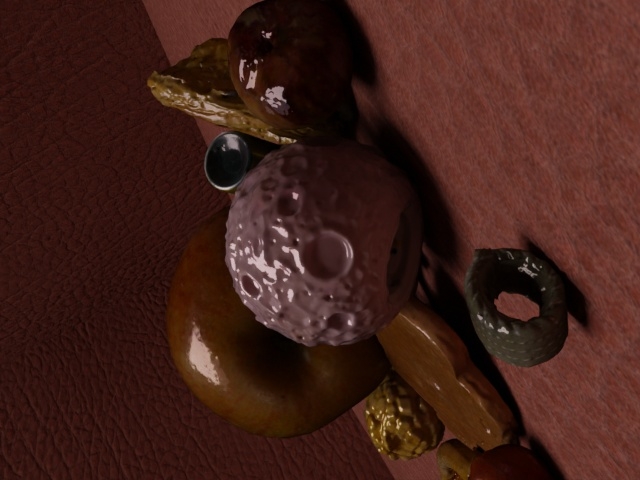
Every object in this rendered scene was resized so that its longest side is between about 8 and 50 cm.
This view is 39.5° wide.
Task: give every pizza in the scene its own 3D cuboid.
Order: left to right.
[{"bbox_3d":[0.264,0.439,1.580,0.365,0.073,0.182,92,158,-76],"label":"pizza"}]

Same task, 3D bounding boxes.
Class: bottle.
[{"bbox_3d":[-0.044,-0.088,1.261,0.286,0.082,0.082,12,-138,-57],"label":"bottle"}]

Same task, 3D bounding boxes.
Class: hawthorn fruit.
[{"bbox_3d":[0.250,0.322,1.145,0.140,0.125,0.125,-21,99,45],"label":"hawthorn fruit"}]

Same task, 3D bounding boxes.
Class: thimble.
[{"bbox_3d":[0.174,0.057,0.804,0.110,0.084,0.062,52,168,43],"label":"thimble"}]

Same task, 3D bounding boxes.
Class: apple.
[{"bbox_3d":[-0.061,0.134,1.472,0.333,0.400,0.400,-104,-9,-62],"label":"apple"}]

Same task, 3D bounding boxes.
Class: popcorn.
[{"bbox_3d":[0.155,0.308,1.612,0.170,0.180,0.180,9,130,49],"label":"popcorn"}]

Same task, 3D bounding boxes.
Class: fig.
[{"bbox_3d":[-0.029,-0.187,1.070,0.160,0.143,0.231,50,167,21],"label":"fig"}]

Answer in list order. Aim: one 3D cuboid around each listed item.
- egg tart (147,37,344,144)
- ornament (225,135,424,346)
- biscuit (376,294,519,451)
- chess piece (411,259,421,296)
[{"bbox_3d":[-0.093,-0.208,1.248,0.294,0.294,0.123,-150,76,-76],"label":"egg tart"},{"bbox_3d":[0.000,0.000,1.096,0.225,0.259,0.259,11,148,20],"label":"ornament"},{"bbox_3d":[0.181,0.196,1.268,0.269,0.051,0.376,40,164,39],"label":"biscuit"},{"bbox_3d":[0.112,0.047,1.270,0.066,0.066,0.122,60,168,18],"label":"chess piece"}]
